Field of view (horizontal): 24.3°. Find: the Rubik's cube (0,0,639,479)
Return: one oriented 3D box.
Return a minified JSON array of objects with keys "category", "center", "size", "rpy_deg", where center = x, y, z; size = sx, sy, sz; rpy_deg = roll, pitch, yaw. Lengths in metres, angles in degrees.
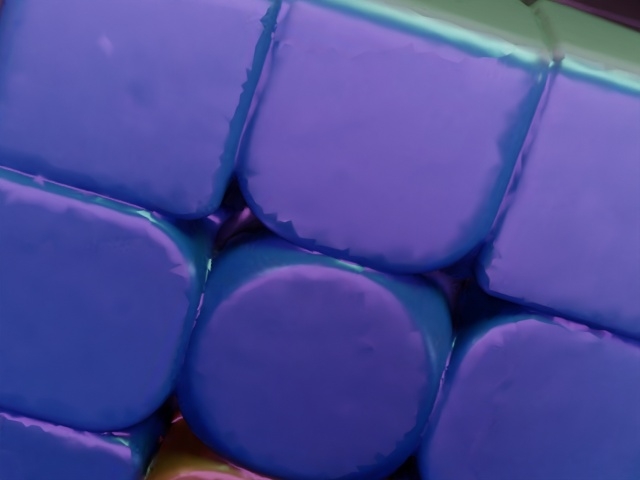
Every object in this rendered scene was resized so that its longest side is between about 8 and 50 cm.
[{"category":"Rubik's cube","center":[0.000,0.000,0.678],"size":[0.290,0.291,0.291],"rpy_deg":[15,112,-4]}]
